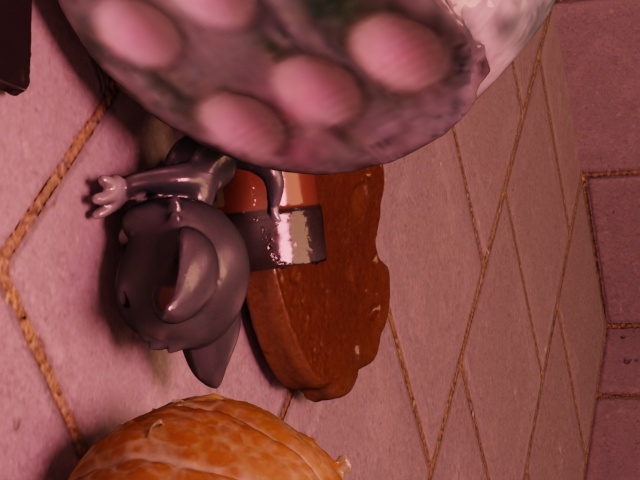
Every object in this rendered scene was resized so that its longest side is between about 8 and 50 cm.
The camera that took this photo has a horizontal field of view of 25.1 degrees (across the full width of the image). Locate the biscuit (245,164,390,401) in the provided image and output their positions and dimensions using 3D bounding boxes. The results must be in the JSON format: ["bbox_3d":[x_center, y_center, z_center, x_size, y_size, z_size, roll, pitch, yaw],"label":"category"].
[{"bbox_3d":[0.000,0.000,1.673,0.381,0.074,0.359,-67,148,-53],"label":"biscuit"}]

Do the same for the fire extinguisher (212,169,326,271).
[{"bbox_3d":[-0.069,-0.158,1.448,0.200,0.113,0.376,-52,135,-87],"label":"fire extinguisher"}]

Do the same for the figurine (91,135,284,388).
[{"bbox_3d":[-0.109,-0.010,1.291,0.193,0.140,0.265,88,26,-57],"label":"figurine"}]

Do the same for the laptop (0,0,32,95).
[{"bbox_3d":[-0.267,-0.199,1.023,0.207,0.026,0.154,21,69,-68],"label":"laptop"}]

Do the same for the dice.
[{"bbox_3d":[-0.009,-0.279,1.176,0.330,0.328,0.348,37,53,-33],"label":"dice"}]

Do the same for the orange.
[{"bbox_3d":[-0.083,0.287,1.147,0.329,0.249,0.329,-15,90,-75],"label":"orange"}]
